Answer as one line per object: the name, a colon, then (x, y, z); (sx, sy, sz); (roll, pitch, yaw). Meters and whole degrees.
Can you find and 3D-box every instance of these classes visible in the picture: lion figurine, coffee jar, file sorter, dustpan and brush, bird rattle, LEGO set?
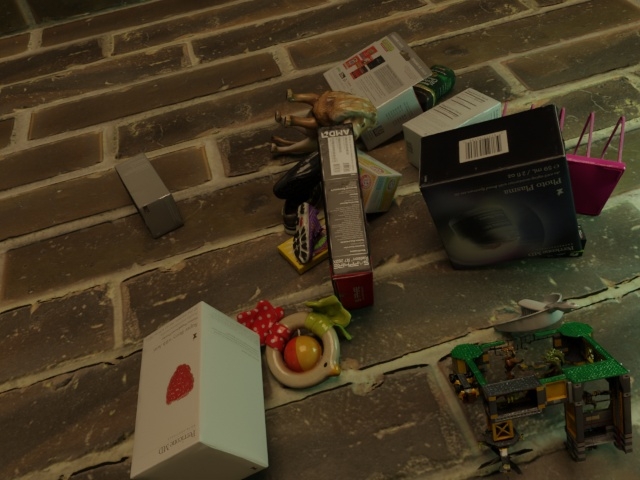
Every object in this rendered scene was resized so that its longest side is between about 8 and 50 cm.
lion figurine: (-0.002, -0.333, 1.640); (0.240, 0.392, 0.142); (3, 87, -16)
coffee jar: (0.355, -0.492, 1.839); (0.096, 0.079, 0.184); (27, 57, 26)
file sorter: (0.578, -0.214, 1.414); (0.290, 0.202, 0.182); (12, 64, 14)
dustpan and brush: (0.456, 0.142, 1.152); (0.147, 0.060, 0.211); (-25, 8, -14)
bird rattle: (-0.052, 0.214, 1.219); (0.253, 0.143, 0.207); (-12, 62, 2)
LEGO set: (0.409, 0.303, 1.055); (0.331, 0.192, 0.255); (-13, 17, -7)

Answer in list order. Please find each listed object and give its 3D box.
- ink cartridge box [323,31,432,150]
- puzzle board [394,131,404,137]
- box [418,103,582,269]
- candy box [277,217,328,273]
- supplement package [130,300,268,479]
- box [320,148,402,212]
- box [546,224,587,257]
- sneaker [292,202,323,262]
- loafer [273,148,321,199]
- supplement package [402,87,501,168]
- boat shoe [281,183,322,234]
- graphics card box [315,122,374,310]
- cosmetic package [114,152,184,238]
ink cartridge box: (0.190, -0.472, 1.762); (0.271, 0.130, 0.309); (-30, 47, 9)
puzzle board: (0.260, -0.375, 1.793); (0.096, 0.011, 0.128); (-15, 47, -4)
box: (0.406, -0.104, 1.272); (0.296, 0.294, 0.183); (-11, 45, 24)
candy box: (0.000, 0.000, 1.473); (0.205, 0.027, 0.105); (-32, 48, -20)
supplement package: (-0.228, 0.303, 1.085); (0.177, 0.175, 0.293); (-33, 42, 20)
box: (0.102, -0.170, 1.533); (0.103, 0.114, 0.203); (-8, 36, -45)
box: (0.580, 0.002, 1.346); (0.083, 0.062, 0.052); (-2, 46, 10)
sneaker: (-0.024, -0.020, 1.432); (0.071, 0.068, 0.170); (19, 56, -25)
loafer: (-0.029, -0.185, 1.497); (0.223, 0.076, 0.078); (-31, 46, 12)
supplement package: (0.376, -0.303, 1.601); (0.244, 0.139, 0.134); (-30, 43, -13)
boat shoe: (-0.049, -0.119, 1.564); (0.081, 0.069, 0.228); (5, 48, 15)
graphics card box: (0.057, -0.051, 1.296); (0.094, 0.233, 0.371); (-8, 66, 3)
cosmetic package: (-0.490, -0.131, 1.613); (0.107, 0.127, 0.238); (-31, 51, -17)
